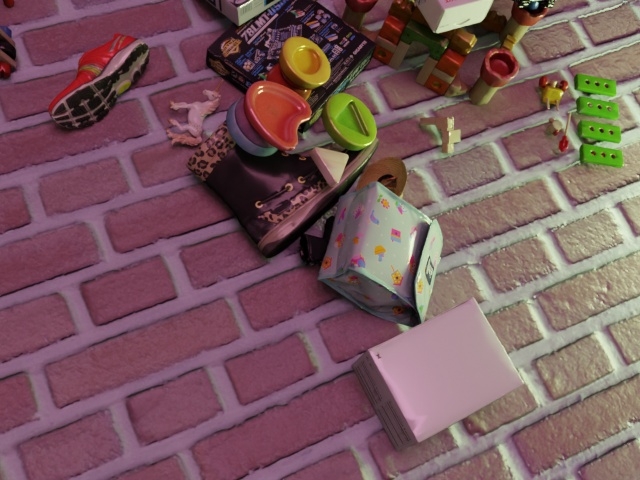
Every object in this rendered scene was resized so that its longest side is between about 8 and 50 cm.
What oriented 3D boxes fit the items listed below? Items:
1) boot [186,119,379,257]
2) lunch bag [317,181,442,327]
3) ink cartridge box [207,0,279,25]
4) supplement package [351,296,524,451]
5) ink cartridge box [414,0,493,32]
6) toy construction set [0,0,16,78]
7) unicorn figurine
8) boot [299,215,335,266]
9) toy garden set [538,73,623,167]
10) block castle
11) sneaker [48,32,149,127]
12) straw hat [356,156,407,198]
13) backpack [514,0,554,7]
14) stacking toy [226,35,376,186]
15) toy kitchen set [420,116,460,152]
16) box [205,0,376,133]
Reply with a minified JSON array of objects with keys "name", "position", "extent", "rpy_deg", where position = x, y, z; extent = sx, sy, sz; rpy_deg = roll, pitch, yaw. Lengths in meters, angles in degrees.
[{"name":"boot","position":[-0.078,-0.175,1.778],"extent":[0.284,0.138,0.377],"rpy_deg":[43,72,7]},{"name":"lunch bag","position":[0.150,0.038,1.720],"extent":[0.262,0.160,0.223],"rpy_deg":[32,59,-26]},{"name":"ink cartridge box","position":[-0.243,-0.653,1.931],"extent":[0.165,0.065,0.332],"rpy_deg":[-40,66,-22]},{"name":"supplement package","position":[0.235,0.273,1.653],"extent":[0.262,0.145,0.204],"rpy_deg":[-24,75,-19]},{"name":"ink cartridge box","position":[0.276,-0.572,1.807],"extent":[0.139,0.082,0.191],"rpy_deg":[-20,69,-20]},{"name":"toy construction set","position":[-0.757,-0.474,1.693],"extent":[0.257,0.237,0.309],"rpy_deg":[24,65,-2]},{"name":"unicorn figurine","position":[-0.285,-0.283,1.821],"extent":[0.111,0.060,0.162],"rpy_deg":[7,83,-10]},{"name":"boot","position":[0.000,0.000,1.750],"extent":[0.099,0.045,0.121],"rpy_deg":[7,70,-37]},{"name":"toy garden set","position":[0.642,-0.300,2.026],"extent":[0.203,0.049,0.244],"rpy_deg":[8,68,-11]},{"name":"block castle","position":[0.295,-0.562,1.966],"extent":[0.453,0.213,0.303],"rpy_deg":[29,66,0]},{"name":"sneaker","position":[-0.501,-0.356,1.793],"extent":[0.118,0.107,0.279],"rpy_deg":[30,61,21]},{"name":"straw hat","position":[0.153,-0.113,1.835],"extent":[0.061,0.144,0.144],"rpy_deg":[37,57,-42]},{"name":"backpack","position":[0.447,-0.672,1.846],"extent":[0.225,0.191,0.253],"rpy_deg":[-12,49,-35]},{"name":"stacking toy","position":[-0.045,-0.246,1.718],"extent":[0.279,0.130,0.309],"rpy_deg":[44,47,-10]},{"name":"toy kitchen set","position":[0.288,-0.254,1.944],"extent":[0.068,0.075,0.083],"rpy_deg":[-17,108,-55]},{"name":"box","position":[-0.067,-0.441,1.915],"extent":[0.293,0.073,0.295],"rpy_deg":[35,64,7]}]
